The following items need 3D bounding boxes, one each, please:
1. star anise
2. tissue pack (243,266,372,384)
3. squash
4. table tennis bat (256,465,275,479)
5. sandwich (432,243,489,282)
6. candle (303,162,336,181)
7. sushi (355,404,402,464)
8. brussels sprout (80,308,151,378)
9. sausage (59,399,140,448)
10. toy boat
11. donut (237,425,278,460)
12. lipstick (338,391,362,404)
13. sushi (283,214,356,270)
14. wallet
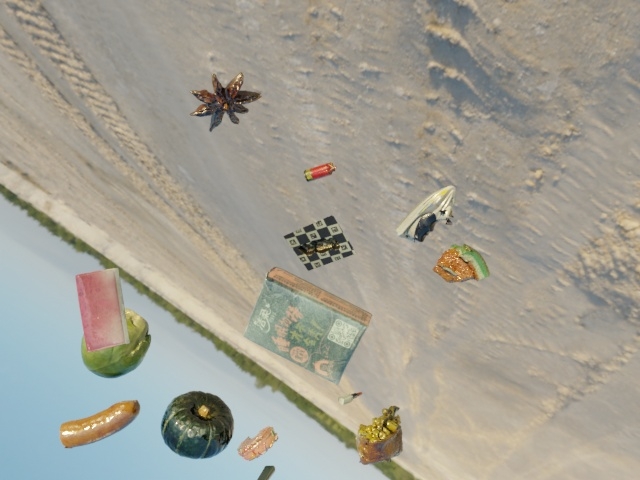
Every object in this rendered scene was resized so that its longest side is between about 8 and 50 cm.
[{"bbox_3d":[-0.370,-0.535,1.896,0.288,0.288,0.088,68,176,-62],"label":"star anise"},{"bbox_3d":[-0.041,0.242,1.386,0.316,0.227,0.103,26,-158,5],"label":"tissue pack"},{"bbox_3d":[-0.427,0.642,1.700,0.252,0.165,0.252,17,-168,-4],"label":"squash"},{"bbox_3d":[-0.196,0.739,1.418,0.174,0.022,0.301,-4,-178,12],"label":"table tennis bat"},{"bbox_3d":[0.549,0.111,1.877,0.185,0.160,0.109,44,177,-18],"label":"sandwich"},{"bbox_3d":[0.002,-0.268,1.892,0.131,0.051,0.052,-16,138,22],"label":"candle"},{"bbox_3d":[0.207,0.678,1.694,0.167,0.179,0.296,-21,157,27],"label":"sushi"},{"bbox_3d":[-0.726,0.369,1.733,0.244,0.244,0.244,33,164,11],"label":"brussels sprout"},{"bbox_3d":[-0.771,0.645,1.721,0.109,0.271,0.108,158,90,-78],"label":"sausage"},{"bbox_3d":[0.417,-0.088,1.853,0.269,0.140,0.141,-37,113,28],"label":"toy boat"},{"bbox_3d":[-0.227,0.715,1.693,0.166,0.117,0.065,-39,87,34],"label":"donut"},{"bbox_3d":[0.111,0.557,1.737,0.107,0.025,0.025,-4,-167,-41],"label":"lipstick"},{"bbox_3d":[0.000,0.000,1.838,0.215,0.050,0.192,-21,121,21],"label":"sushi"},{"bbox_3d":[-0.641,0.204,1.436,0.025,0.120,0.232,-3,95,57],"label":"wallet"}]
